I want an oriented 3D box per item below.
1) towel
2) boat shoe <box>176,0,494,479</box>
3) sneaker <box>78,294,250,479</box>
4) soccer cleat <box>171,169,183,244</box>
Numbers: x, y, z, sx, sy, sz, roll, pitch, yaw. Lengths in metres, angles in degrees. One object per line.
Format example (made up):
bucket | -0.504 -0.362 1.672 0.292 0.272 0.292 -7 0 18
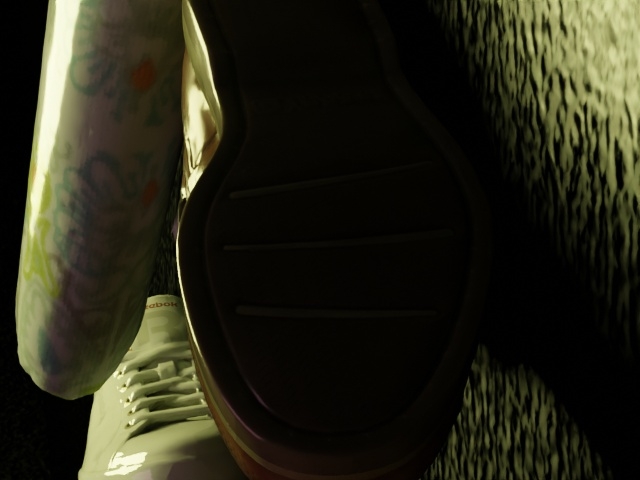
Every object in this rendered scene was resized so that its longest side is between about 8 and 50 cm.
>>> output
towel | -0.113 -0.147 0.997 0.374 0.090 0.320 -94 14 -49
boat shoe | 0.000 0.000 0.662 0.307 0.111 0.104 -94 6 -51
sneaker | -0.106 0.099 1.083 0.290 0.106 0.123 -176 80 -78
soccer cleat | -0.048 -0.022 0.915 0.196 0.068 0.076 148 122 -78
